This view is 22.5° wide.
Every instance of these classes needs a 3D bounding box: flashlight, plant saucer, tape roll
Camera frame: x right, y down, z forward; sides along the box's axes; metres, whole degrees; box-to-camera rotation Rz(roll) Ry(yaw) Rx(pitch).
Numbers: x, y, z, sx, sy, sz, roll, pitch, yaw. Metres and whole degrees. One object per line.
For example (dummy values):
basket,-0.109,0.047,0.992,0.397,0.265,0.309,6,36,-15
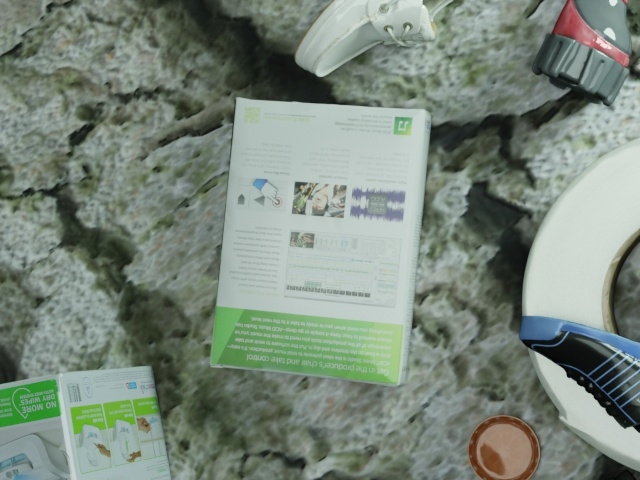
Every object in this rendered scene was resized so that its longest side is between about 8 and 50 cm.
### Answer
flashlight,0.342,-0.303,1.779,0.103,0.103,0.304,26,94,-11
plant saucer,0.209,0.240,1.831,0.084,0.013,0.083,-1,86,16
tape roll,0.413,0.070,1.754,0.392,0.072,0.392,-1,87,15

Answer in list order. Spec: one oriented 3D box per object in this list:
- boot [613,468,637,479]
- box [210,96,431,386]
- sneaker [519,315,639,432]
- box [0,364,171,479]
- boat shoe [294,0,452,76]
boot,0.328,0.448,1.723,0.260,0.131,0.348,-39,67,3
box,0.000,0.000,1.880,0.232,0.058,0.322,6,87,16
sneaker,0.312,0.149,1.699,0.232,0.081,0.090,18,86,15
box,-0.271,0.267,1.834,0.127,0.262,0.231,-11,85,15
boat shoe,0.097,-0.267,1.844,0.277,0.098,0.096,-38,78,9
